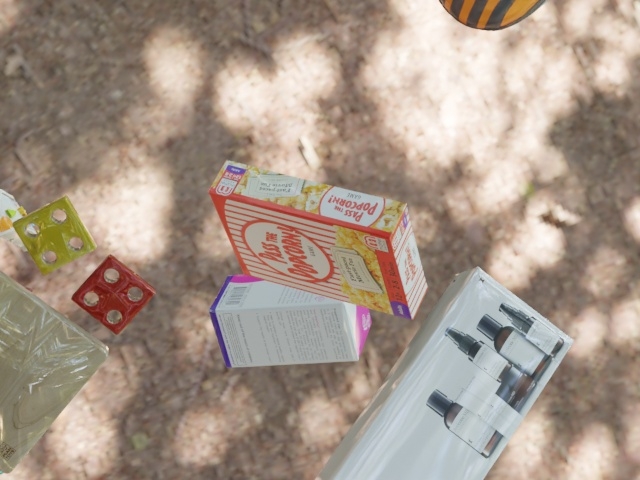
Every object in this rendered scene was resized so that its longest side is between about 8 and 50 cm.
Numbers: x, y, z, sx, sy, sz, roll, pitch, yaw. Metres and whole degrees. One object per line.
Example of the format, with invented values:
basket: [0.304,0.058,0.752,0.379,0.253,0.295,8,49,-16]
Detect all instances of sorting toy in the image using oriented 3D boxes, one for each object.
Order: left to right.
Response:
sorting toy: [-0.249,0.084,1.086,0.132,0.274,0.046,37,14,-14]
sorting toy: [-0.427,-0.034,1.941,0.075,0.045,0.083,63,9,21]

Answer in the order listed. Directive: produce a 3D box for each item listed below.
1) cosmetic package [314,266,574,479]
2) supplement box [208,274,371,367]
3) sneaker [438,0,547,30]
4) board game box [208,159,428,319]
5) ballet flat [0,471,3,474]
cosmetic package: [0.084,0.144,1.061,0.099,0.060,0.239,36,76,-4]
supplement box: [-0.044,0.119,2.176,0.111,0.220,0.114,-64,144,-56]
sneaker: [0.127,-0.266,0.857,0.125,0.321,0.180,25,29,12]
board game box: [0.000,0.000,1.370,0.045,0.194,0.146,-63,154,-28]
ballet flat: [-0.382,0.176,1.218,0.247,0.087,0.083,12,40,0]
